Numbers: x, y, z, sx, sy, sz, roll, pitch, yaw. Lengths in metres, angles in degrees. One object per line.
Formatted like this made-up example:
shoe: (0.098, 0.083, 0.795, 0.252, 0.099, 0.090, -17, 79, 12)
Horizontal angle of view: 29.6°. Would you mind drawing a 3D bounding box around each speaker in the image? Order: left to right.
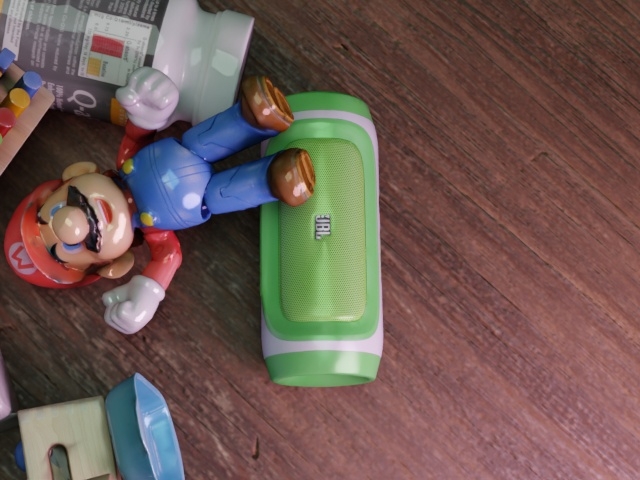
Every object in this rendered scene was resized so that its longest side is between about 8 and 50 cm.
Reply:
speaker: (0.000, 0.000, 1.275, 0.131, 0.131, 0.296, 1, 76, -7)

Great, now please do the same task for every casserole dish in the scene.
casserole dish: (-0.170, 0.195, 1.175, 0.037, 0.188, 0.114, -16, 72, -1)

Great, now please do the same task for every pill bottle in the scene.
pill bottle: (-0.219, -0.205, 1.279, 0.278, 0.162, 0.162, 14, 75, -3)

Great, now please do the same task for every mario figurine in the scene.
mario figurine: (-0.174, -0.039, 1.192, 0.321, 0.170, 0.198, -24, 51, 12)

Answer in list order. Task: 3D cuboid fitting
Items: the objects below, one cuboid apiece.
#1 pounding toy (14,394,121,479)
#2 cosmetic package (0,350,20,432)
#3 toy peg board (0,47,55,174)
pounding toy: (-0.235, 0.245, 1.142, 0.094, 0.206, 0.181, -10, 78, -9)
cosmetic package: (-0.423, 0.028, 1.180, 0.155, 0.197, 0.365, -19, 78, -12)
toy peg board: (-0.336, -0.144, 1.126, 0.161, 0.079, 0.160, 39, 50, -16)
